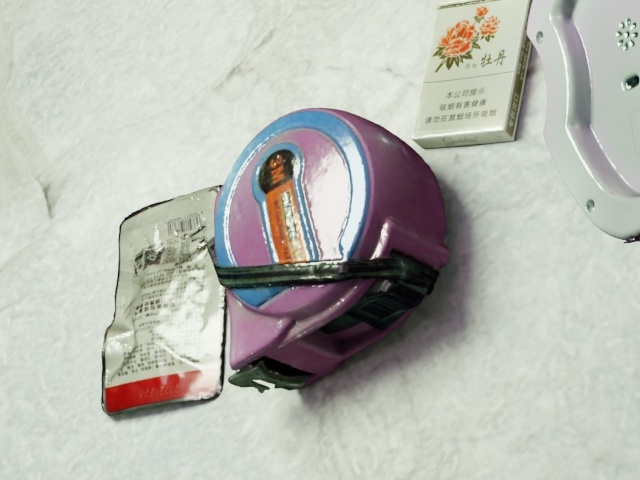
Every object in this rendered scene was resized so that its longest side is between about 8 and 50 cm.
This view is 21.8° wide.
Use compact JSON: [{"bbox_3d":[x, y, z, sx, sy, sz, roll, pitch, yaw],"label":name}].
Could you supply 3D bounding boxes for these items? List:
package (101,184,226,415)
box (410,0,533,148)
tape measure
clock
[{"bbox_3d":[-0.165,0.063,1.749,0.154,0.030,0.239,-14,58,30],"label":"package"},{"bbox_3d":[0.156,-0.187,1.645,0.109,0.029,0.198,-3,65,36],"label":"box"},{"bbox_3d":[0.000,0.000,1.589,0.245,0.149,0.231,-30,54,31],"label":"tape measure"},{"bbox_3d":[0.307,-0.164,1.361,0.338,0.102,0.338,-3,87,60],"label":"clock"}]
